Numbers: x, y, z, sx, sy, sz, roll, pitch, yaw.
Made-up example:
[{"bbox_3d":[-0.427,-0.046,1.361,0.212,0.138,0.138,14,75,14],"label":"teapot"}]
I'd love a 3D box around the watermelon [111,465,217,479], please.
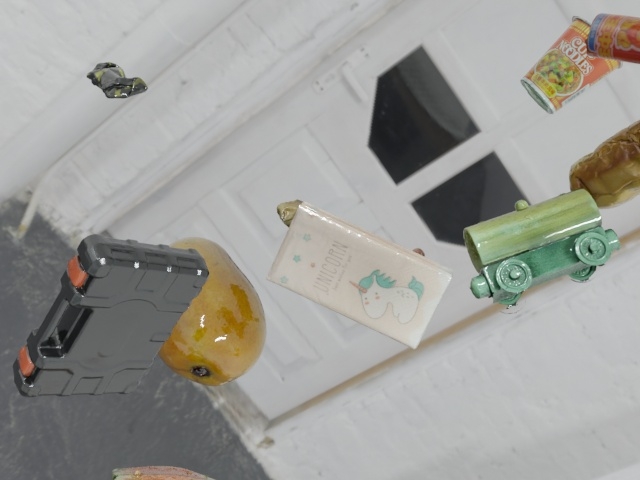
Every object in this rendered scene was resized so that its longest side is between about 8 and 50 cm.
[{"bbox_3d":[-0.325,0.475,1.414,0.245,0.119,0.063,24,49,-43],"label":"watermelon"}]

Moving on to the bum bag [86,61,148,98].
[{"bbox_3d":[-0.540,-0.418,1.860,0.107,0.060,0.232,-20,35,-29],"label":"bum bag"}]

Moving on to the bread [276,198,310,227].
[{"bbox_3d":[0.000,0.000,1.573,0.128,0.088,0.232,30,21,-53],"label":"bread"}]

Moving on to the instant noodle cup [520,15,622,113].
[{"bbox_3d":[0.659,-0.458,1.902,0.193,0.212,0.193,45,12,-12],"label":"instant noodle cup"}]

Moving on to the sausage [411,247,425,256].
[{"bbox_3d":[0.210,0.072,1.722,0.043,0.186,0.043,5,63,-9],"label":"sausage"}]

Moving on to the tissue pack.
[{"bbox_3d":[0.076,0.067,1.382,0.325,0.170,0.071,25,13,5],"label":"tissue pack"}]

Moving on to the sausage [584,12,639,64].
[{"bbox_3d":[0.550,-0.296,1.090,0.274,0.074,0.074,25,3,38],"label":"sausage"}]

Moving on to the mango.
[{"bbox_3d":[-0.261,0.144,1.579,0.264,0.221,0.378,8,44,-32],"label":"mango"}]

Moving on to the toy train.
[{"bbox_3d":[0.425,0.017,1.401,0.126,0.308,0.189,74,-4,-62],"label":"toy train"}]

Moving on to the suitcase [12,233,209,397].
[{"bbox_3d":[-0.313,0.122,1.065,0.206,0.285,0.066,12,32,-46],"label":"suitcase"}]

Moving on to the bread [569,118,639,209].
[{"bbox_3d":[0.640,-0.163,1.411,0.167,0.294,0.132,-22,79,-32],"label":"bread"}]
